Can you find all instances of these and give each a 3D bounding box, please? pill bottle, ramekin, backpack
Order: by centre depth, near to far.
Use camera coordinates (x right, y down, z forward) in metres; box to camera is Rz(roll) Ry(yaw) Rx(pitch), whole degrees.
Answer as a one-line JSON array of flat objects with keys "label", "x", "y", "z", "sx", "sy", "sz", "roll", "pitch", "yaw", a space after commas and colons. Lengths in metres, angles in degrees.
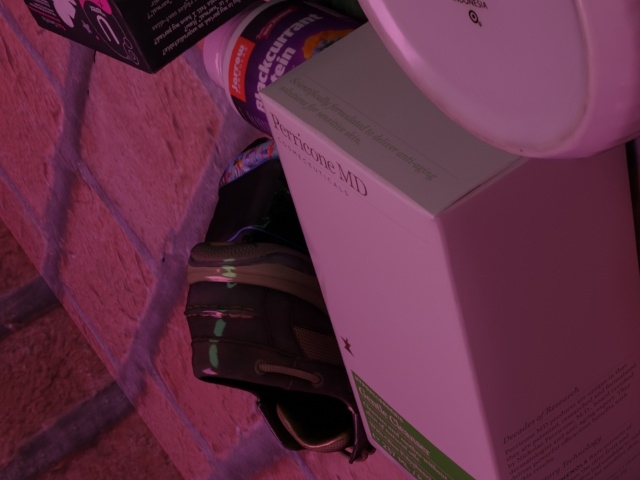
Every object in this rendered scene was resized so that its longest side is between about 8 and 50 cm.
[{"label": "ramekin", "x": 0.110, "y": -0.163, "z": 0.782, "sx": 0.273, "sy": 0.127, "sz": 0.273, "roll": 47, "pitch": 160, "yaw": 24}, {"label": "pill bottle", "x": -0.007, "y": -0.122, "z": 1.163, "sx": 0.193, "sy": 0.108, "sz": 0.108, "roll": 32, "pitch": 150, "yaw": 49}, {"label": "backpack", "x": 0.000, "y": 0.000, "z": 1.332, "sx": 0.173, "sy": 0.117, "sz": 0.158, "roll": 24, "pitch": 161, "yaw": -18}]

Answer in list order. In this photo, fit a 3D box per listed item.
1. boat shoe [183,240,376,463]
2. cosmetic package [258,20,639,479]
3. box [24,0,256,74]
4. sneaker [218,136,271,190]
[{"label": "boat shoe", "x": 0.003, "y": 0.117, "z": 1.283, "sx": 0.132, "sy": 0.130, "sz": 0.355, "roll": -2, "pitch": 156, "yaw": 41}, {"label": "cosmetic package", "x": 0.108, "y": 0.034, "z": 1.073, "sx": 0.197, "sy": 0.155, "sz": 0.365, "roll": 38, "pitch": 156, "yaw": 44}, {"label": "box", "x": -0.150, "y": -0.248, "z": 1.223, "sx": 0.247, "sy": 0.163, "sz": 0.142, "roll": 28, "pitch": 150, "yaw": 54}, {"label": "sneaker", "x": -0.038, "y": -0.023, "z": 1.471, "sx": 0.081, "sy": 0.080, "sz": 0.211, "roll": 39, "pitch": 165, "yaw": 26}]
